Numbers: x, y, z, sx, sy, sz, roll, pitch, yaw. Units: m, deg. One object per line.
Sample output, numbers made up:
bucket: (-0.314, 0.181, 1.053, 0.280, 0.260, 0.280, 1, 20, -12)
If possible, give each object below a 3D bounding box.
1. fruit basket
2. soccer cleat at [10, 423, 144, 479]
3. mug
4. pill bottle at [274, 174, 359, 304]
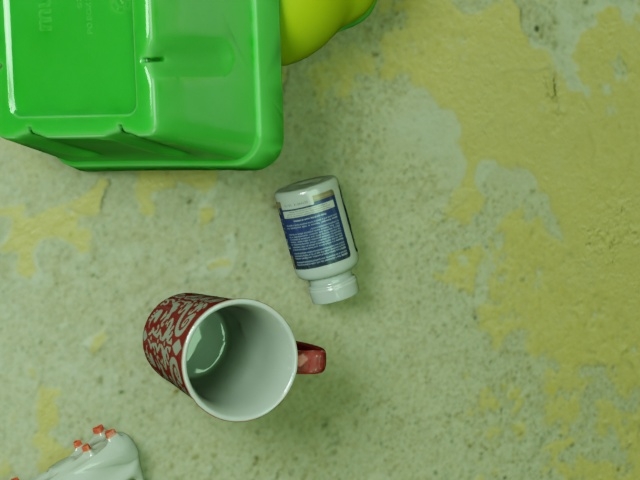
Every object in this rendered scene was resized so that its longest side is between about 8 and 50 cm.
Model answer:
fruit basket: (-0.122, -0.248, 1.702, 0.392, 0.283, 0.392, 1, 90, -64)
soccer cleat: (-0.257, 0.252, 1.751, 0.196, 0.068, 0.076, -30, 107, -20)
mug: (-0.090, 0.113, 1.748, 0.150, 0.169, 0.113, 34, 81, -21)
pill bottle: (0.000, 0.000, 1.830, 0.067, 0.067, 0.120, -19, 100, -19)
